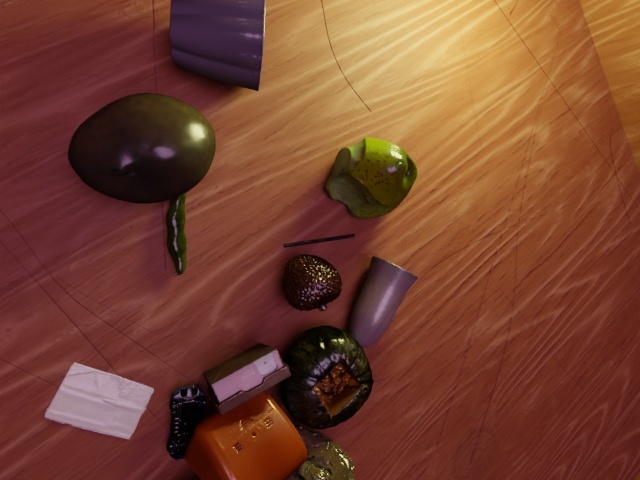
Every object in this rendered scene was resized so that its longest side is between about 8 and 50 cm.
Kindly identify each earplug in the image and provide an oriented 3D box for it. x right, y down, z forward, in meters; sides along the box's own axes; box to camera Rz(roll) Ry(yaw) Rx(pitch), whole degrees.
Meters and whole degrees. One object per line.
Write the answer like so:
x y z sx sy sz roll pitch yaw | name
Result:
0.192 0.226 1.423 0.172 0.172 0.302 28 86 -23 | earplug

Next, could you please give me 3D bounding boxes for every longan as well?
-0.440 -0.225 1.051 0.349 0.288 0.289 -17 98 -15 | longan

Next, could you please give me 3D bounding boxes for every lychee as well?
-0.028 0.137 1.300 0.194 0.194 0.195 0 91 -25 | lychee

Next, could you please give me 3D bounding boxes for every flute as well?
0.000 0.000 1.399 0.269 0.014 0.014 -8 94 -25 | flute

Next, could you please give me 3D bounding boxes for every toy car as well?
-0.388 0.524 1.197 0.103 0.063 0.217 3 98 -27 | toy car

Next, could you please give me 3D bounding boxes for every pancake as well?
-0.087 0.685 1.148 0.386 0.387 0.082 -5 126 -25 | pancake

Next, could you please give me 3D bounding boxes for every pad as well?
-0.595 0.442 1.130 0.231 0.004 0.157 29 78 -23 | pad

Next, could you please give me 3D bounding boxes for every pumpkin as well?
0.015 0.434 1.314 0.320 0.192 0.321 -1 94 -21 | pumpkin

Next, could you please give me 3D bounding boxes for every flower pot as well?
-0.282 -0.563 1.147 0.242 0.265 0.265 2 90 -11 | flower pot

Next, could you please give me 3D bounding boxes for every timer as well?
-0.194 0.570 1.136 0.250 0.161 0.257 41 41 23 | timer

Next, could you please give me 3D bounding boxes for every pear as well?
0.181 -0.189 1.337 0.286 0.281 0.177 34 69 -21 | pear

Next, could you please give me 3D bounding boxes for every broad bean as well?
-0.411 -0.046 1.188 0.060 0.043 0.298 2 89 -35 | broad bean

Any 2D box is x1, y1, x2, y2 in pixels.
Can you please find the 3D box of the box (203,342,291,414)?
-0.220 0.385 1.192 0.215 0.215 0.086 -25 92 -22 | box
